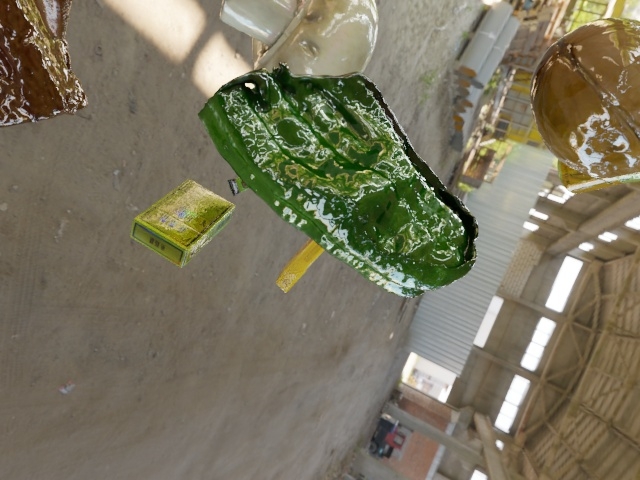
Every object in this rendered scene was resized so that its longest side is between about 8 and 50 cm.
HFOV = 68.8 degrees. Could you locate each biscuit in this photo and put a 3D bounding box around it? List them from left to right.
[{"bbox_3d":[-0.698,-0.369,0.878,0.166,0.394,0.343,-99,177,-63],"label":"biscuit"}]

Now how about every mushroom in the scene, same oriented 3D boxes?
[{"bbox_3d":[-0.052,-0.459,1.085,0.353,0.353,0.325,-64,-177,-8],"label":"mushroom"}]

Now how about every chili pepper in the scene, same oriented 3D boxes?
[{"bbox_3d":[0.031,-0.074,0.619,0.167,0.385,0.213,-37,-163,50],"label":"chili pepper"}]

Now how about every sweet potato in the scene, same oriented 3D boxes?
[{"bbox_3d":[-0.397,-0.415,0.689,0.255,0.058,0.078,-47,-158,55],"label":"sweet potato"}]

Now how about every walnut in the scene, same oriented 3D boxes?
[{"bbox_3d":[0.350,-0.165,0.563,0.167,0.207,0.167,-40,-150,29],"label":"walnut"}]

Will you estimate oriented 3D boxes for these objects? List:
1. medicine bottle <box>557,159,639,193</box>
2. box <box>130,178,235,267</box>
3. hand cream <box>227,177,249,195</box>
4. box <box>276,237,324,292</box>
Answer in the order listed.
[{"bbox_3d":[0.715,-0.192,1.134,0.239,0.124,0.124,-12,-138,58],"label":"medicine bottle"},{"bbox_3d":[-0.315,-0.047,1.094,0.064,0.141,0.220,-60,179,35],"label":"box"},{"bbox_3d":[-0.132,-0.131,0.982,0.023,0.121,0.036,-125,-165,-64],"label":"hand cream"},{"bbox_3d":[0.000,0.000,1.101,0.269,0.043,0.152,-47,-177,3],"label":"box"}]
